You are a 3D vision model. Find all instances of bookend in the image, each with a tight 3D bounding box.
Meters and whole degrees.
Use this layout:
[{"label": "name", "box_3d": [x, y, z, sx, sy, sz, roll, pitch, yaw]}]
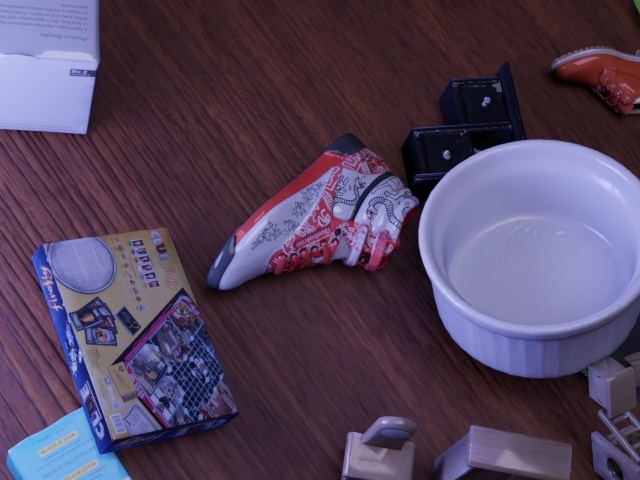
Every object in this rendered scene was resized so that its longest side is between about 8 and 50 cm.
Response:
[{"label": "bookend", "box_3d": [0.171, -0.136, 1.900, 0.156, 0.072, 0.157, -4, 69, -14]}]

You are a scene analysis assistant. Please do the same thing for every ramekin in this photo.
[{"label": "ramekin", "box_3d": [0.256, 0.027, 1.778, 0.277, 0.135, 0.277, -3, 53, 4]}]

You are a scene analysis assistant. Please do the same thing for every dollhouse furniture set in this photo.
[{"label": "dollhouse furniture set", "box_3d": [0.418, 0.198, 1.760, 0.181, 0.161, 0.101, -21, 31, -19]}, {"label": "dollhouse furniture set", "box_3d": [0.160, 0.394, 1.629, 0.303, 0.174, 0.356, 12, 66, -8]}]

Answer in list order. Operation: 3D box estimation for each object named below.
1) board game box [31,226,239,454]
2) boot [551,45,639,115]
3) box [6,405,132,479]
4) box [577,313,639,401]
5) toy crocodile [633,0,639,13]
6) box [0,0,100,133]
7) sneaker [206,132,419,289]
[{"label": "board game box", "box_3d": [-0.208, 0.107, 1.696, 0.165, 0.042, 0.243, -8, 66, -36]}, {"label": "boot", "box_3d": [0.381, -0.208, 1.987, 0.157, 0.059, 0.085, 3, 73, -13]}, {"label": "box", "box_3d": [-0.236, 0.310, 1.632, 0.100, 0.060, 0.244, -30, 78, -22]}, {"label": "box", "box_3d": [0.367, 0.085, 1.871, 0.184, 0.045, 0.190, 42, 66, 9]}, {"label": "toy crocodile", "box_3d": [0.581, -0.376, 2.085, 0.340, 0.105, 0.115, -26, 76, -26]}, {"label": "box", "box_3d": [-0.352, -0.218, 1.751, 0.181, 0.182, 0.119, 3, 66, -12]}, {"label": "sneaker", "box_3d": [0.001, -0.001, 1.796, 0.145, 0.090, 0.270, 42, 63, 8]}]
